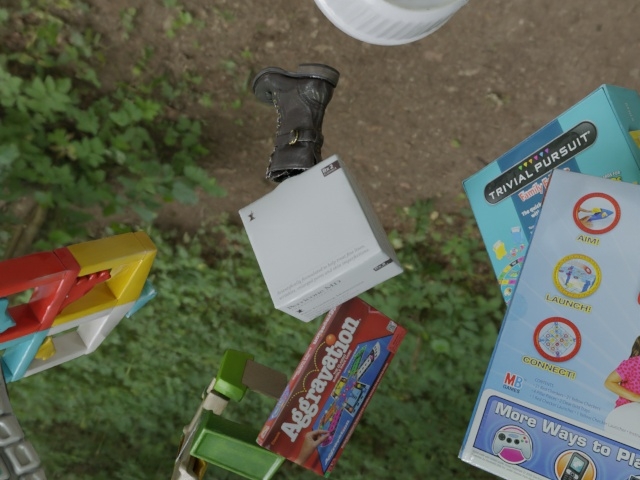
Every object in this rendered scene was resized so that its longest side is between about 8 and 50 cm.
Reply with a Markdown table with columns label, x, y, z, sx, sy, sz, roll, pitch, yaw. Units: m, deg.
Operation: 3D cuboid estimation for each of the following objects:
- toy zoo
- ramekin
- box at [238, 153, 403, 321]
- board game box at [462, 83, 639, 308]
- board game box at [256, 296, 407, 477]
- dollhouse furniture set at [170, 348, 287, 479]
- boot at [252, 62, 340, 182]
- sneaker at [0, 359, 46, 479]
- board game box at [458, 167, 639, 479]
| label | x | y | z | sx | sy | sz | roll | pitch | yaw |
| --- | --- | --- | --- | --- | --- | --- | --- | --- | --- |
| toy zoo | -0.282 | 0.079 | 0.609 | 0.030 | 0.192 | 0.293 | 50 | -145 | 16 |
| ramekin | 0.113 | -0.410 | 0.849 | 0.273 | 0.272 | 0.127 | 23 | -173 | -17 |
| box | 0.000 | 0.000 | 0.953 | 0.119 | 0.181 | 0.181 | 37 | -154 | -60 |
| board game box | 0.345 | 0.015 | 0.805 | 0.079 | 0.336 | 0.254 | -2 | 158 | -34 |
| board game box | 0.024 | 0.236 | 1.032 | 0.145 | 0.281 | 0.027 | 35 | 169 | -24 |
| dollhouse furniture set | -0.176 | 0.385 | 1.196 | 0.151 | 0.301 | 0.197 | 24 | -145 | -10 |
| boot | -0.073 | -0.228 | 1.248 | 0.091 | 0.228 | 0.263 | 18 | 172 | -39 |
| sneaker | -0.174 | 0.107 | 0.307 | 0.065 | 0.166 | 0.076 | -7 | 155 | -28 |
| board game box | 0.325 | 0.115 | 0.573 | 0.308 | 0.301 | 0.086 | 17 | 173 | 26 |
